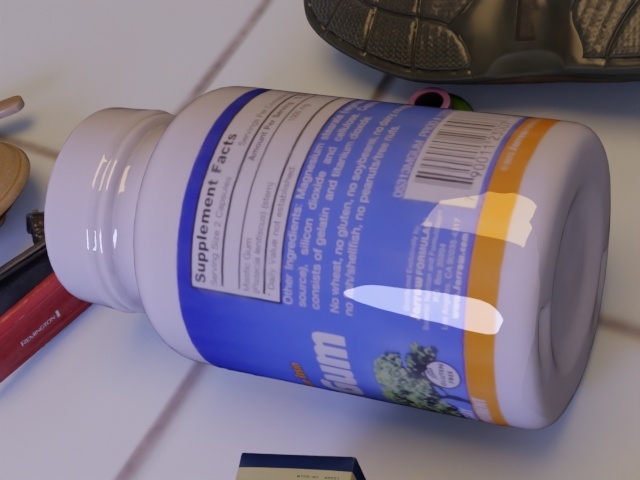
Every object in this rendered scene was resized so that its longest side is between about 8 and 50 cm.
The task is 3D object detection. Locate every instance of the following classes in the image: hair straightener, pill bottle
[{"bbox_3d":[-0.151,-0.011,0.782,0.089,0.047,0.230,31,66,34],"label":"hair straightener"},{"bbox_3d":[0.000,0.000,0.657,0.272,0.152,0.152,8,55,25],"label":"pill bottle"}]

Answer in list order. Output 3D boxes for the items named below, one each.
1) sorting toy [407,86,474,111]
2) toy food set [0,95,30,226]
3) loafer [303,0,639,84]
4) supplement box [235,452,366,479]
[{"bbox_3d":[0.062,-0.061,0.757,0.061,0.042,0.102,8,55,24],"label":"sorting toy"},{"bbox_3d":[-0.246,-0.018,0.824,0.132,0.038,0.192,-18,36,9],"label":"toy food set"},{"bbox_3d":[0.118,-0.131,0.786,0.268,0.084,0.096,11,85,30],"label":"loafer"},{"bbox_3d":[-0.008,0.154,0.579,0.056,0.083,0.083,-1,51,18],"label":"supplement box"}]
